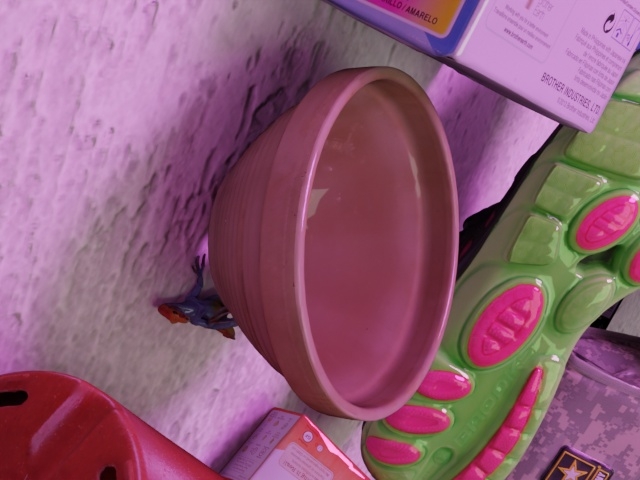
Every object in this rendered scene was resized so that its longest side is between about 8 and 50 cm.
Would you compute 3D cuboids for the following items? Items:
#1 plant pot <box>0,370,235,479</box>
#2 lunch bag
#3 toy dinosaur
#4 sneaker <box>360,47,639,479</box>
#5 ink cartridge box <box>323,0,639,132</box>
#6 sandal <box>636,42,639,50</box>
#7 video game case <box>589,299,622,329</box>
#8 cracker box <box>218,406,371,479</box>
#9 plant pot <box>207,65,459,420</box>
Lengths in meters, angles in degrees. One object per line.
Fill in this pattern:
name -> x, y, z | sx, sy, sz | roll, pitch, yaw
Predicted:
plant pot -> -0.138, 0.226, 0.852 | 0.272, 0.272, 0.265 | -51, 142, -15
lunch bag -> 0.314, 0.230, 1.544 | 0.287, 0.169, 0.235 | 10, 119, -36
toy dinosaur -> -0.082, 0.057, 0.986 | 0.082, 0.047, 0.090 | -8, 136, -32
sneaker -> 0.186, 0.003, 1.185 | 0.185, 0.202, 0.483 | 37, 101, -23
ink cartridge box -> 0.178, -0.296, 0.947 | 0.270, 0.151, 0.395 | 13, 107, -60
sandal -> 0.332, -0.225, 1.287 | 0.138, 0.126, 0.317 | -49, 148, -9
video game case -> 0.269, 0.088, 1.559 | 0.274, 0.035, 0.248 | -61, 151, 5
cracker box -> -0.046, 0.275, 1.126 | 0.155, 0.067, 0.232 | 46, 72, -18
plant pot -> 0.000, 0.000, 0.949 | 0.237, 0.110, 0.237 | -9, 101, -59
